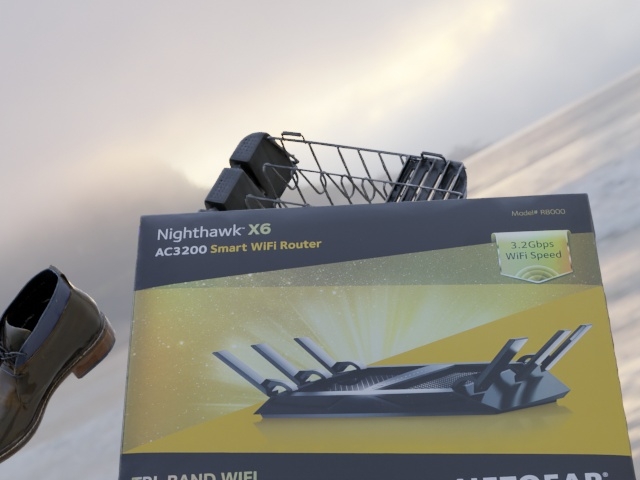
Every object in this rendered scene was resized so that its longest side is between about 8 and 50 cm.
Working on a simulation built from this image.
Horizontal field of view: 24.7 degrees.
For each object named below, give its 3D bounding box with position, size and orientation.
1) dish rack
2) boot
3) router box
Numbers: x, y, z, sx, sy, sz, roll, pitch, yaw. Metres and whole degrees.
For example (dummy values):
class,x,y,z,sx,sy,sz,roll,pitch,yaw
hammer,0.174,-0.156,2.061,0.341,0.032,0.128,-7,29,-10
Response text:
class,x,y,z,sx,sy,sz,roll,pitch,yaw
dish rack,0.000,0.000,1.298,0.271,0.074,0.208,9,59,33
boot,-0.295,0.121,1.372,0.082,0.106,0.219,22,59,37
router box,0.032,0.091,0.938,0.308,0.243,0.081,-3,-39,2
